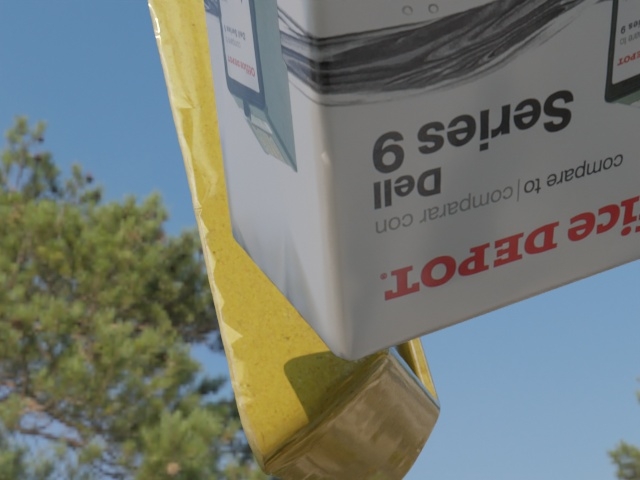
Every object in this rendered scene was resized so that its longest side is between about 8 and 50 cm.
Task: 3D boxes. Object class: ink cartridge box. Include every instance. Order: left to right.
[{"bbox_3d":[0.066,-0.124,0.397,0.211,0.121,0.289,-17,-58,-20],"label":"ink cartridge box"}]

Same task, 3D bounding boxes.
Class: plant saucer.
[{"bbox_3d":[0.000,0.000,0.700,0.080,0.333,0.333,-19,-21,8],"label":"plant saucer"}]
